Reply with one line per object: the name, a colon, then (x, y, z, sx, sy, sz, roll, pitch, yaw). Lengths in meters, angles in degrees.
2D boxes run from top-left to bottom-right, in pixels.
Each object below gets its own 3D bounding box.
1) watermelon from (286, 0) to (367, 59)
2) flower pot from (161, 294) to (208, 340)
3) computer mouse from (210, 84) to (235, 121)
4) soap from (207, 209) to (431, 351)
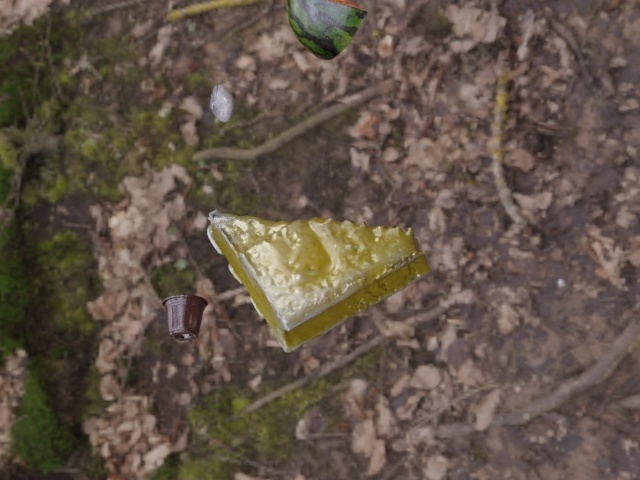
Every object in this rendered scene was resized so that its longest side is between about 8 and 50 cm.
watermelon: (0.024, -0.339, 1.358, 0.135, 0.094, 0.125, 3, 130, 40)
flower pot: (-0.318, 0.185, 2.093, 0.111, 0.111, 0.089, -38, 49, 54)
computer mouse: (-0.226, -0.309, 2.006, 0.096, 0.039, 0.066, 58, 140, 33)
soap: (0.000, 0.000, 1.693, 0.304, 0.339, 0.169, 55, 161, 21)
